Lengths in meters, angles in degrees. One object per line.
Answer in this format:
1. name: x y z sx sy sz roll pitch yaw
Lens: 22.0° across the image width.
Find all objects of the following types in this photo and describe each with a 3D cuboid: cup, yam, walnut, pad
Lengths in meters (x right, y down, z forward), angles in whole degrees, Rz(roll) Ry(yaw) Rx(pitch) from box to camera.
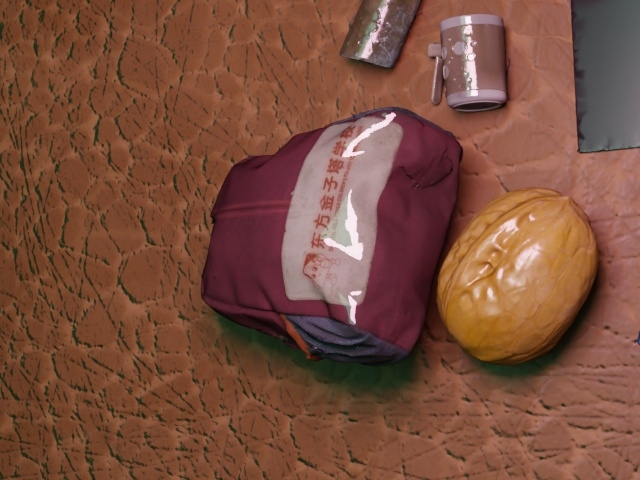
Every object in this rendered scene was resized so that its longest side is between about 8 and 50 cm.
1. cup: 0.161 -0.198 1.873 0.102 0.074 0.099 -7 82 26
2. yam: 0.083 -0.282 1.926 0.068 0.068 0.169 26 95 26
3. walnut: 0.214 0.037 1.784 0.159 0.159 0.206 41 108 24
4. pad: 0.357 -0.224 1.818 0.170 0.006 0.245 -5 83 25

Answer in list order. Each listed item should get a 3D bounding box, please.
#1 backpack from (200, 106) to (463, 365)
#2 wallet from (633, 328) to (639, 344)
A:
1. backpack: 0.000 0.000 1.866 0.317 0.197 0.283 -3 64 48
2. wallet: 0.411 0.034 1.710 0.141 0.059 0.202 21 102 48
